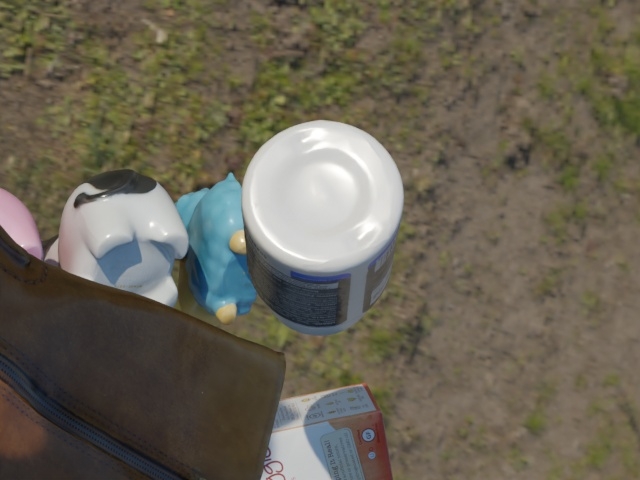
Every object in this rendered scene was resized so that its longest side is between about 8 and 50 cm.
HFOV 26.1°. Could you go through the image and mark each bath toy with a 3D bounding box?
[{"bbox_3d":[-0.213,0.007,0.894,0.348,0.129,0.151,1,128,-33],"label":"bath toy"}]

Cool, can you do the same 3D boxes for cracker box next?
[{"bbox_3d":[-0.062,0.202,0.954,0.232,0.067,0.156,-11,104,-4],"label":"cracker box"}]

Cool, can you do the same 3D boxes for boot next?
[{"bbox_3d":[-0.109,-0.001,0.508,0.280,0.096,0.264,30,51,-35],"label":"boot"}]

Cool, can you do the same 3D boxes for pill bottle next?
[{"bbox_3d":[0.000,0.000,0.706,0.078,0.078,0.137,-54,170,-17],"label":"pill bottle"}]
